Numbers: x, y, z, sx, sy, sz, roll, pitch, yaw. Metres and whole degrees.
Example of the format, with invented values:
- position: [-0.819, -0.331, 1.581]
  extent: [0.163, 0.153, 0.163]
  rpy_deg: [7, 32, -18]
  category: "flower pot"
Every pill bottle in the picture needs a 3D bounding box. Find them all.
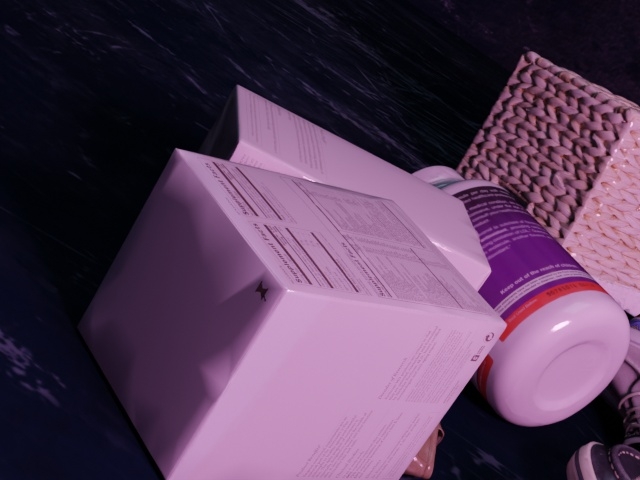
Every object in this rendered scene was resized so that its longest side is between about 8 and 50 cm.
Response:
- position: [0.200, 0.052, 1.517]
  extent: [0.181, 0.182, 0.323]
  rpy_deg: [13, 29, -41]
  category: "pill bottle"

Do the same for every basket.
- position: [0.427, -0.073, 1.947]
  extent: [0.331, 0.266, 0.328]
  rpy_deg: [21, 15, -31]
  category: "basket"

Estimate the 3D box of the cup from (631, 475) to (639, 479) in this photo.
- position: [0.332, 0.339, 0.952]
  extent: [0.237, 0.331, 0.331]
  rpy_deg: [52, 16, -16]
  category: "cup"

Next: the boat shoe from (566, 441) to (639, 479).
- position: [0.479, 0.338, 1.317]
  extent: [0.500, 0.156, 0.187]
  rpy_deg: [33, 23, 3]
  category: "boat shoe"

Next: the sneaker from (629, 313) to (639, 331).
- position: [0.474, 0.173, 1.672]
  extent: [0.221, 0.087, 0.083]
  rpy_deg: [37, 24, 18]
  category: "sneaker"

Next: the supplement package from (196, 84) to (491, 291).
- position: [0.000, 0.000, 1.359]
  extent: [0.292, 0.175, 0.177]
  rpy_deg: [26, 20, -15]
  category: "supplement package"

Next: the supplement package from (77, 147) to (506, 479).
- position: [-0.026, 0.074, 1.125]
  extent: [0.262, 0.199, 0.198]
  rpy_deg: [11, 29, -43]
  category: "supplement package"

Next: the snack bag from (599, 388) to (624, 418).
- position: [0.480, 0.222, 1.736]
  extent: [0.342, 0.037, 0.323]
  rpy_deg: [5, 33, -45]
  category: "snack bag"

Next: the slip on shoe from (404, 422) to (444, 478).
- position: [0.099, 0.184, 1.264]
  extent: [0.041, 0.051, 0.135]
  rpy_deg: [27, 24, 2]
  category: "slip on shoe"

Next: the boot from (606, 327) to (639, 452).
- position: [0.391, 0.205, 1.541]
  extent: [0.123, 0.095, 0.258]
  rpy_deg: [-29, 54, -36]
  category: "boot"
